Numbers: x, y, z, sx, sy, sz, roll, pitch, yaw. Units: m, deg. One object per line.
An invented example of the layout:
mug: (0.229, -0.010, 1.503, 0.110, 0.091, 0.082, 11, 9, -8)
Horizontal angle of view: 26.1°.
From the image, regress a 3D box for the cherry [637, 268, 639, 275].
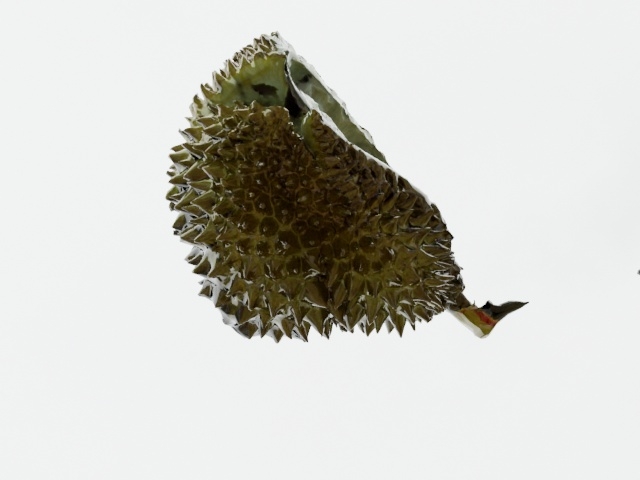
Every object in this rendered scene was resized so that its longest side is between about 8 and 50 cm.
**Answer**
cherry: (0.334, 0.036, 0.993, 0.195, 0.195, 0.195, -5, -74, -20)

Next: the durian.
durian: (0.000, 0.000, 0.835, 0.138, 0.193, 0.237, -44, -78, 7)
